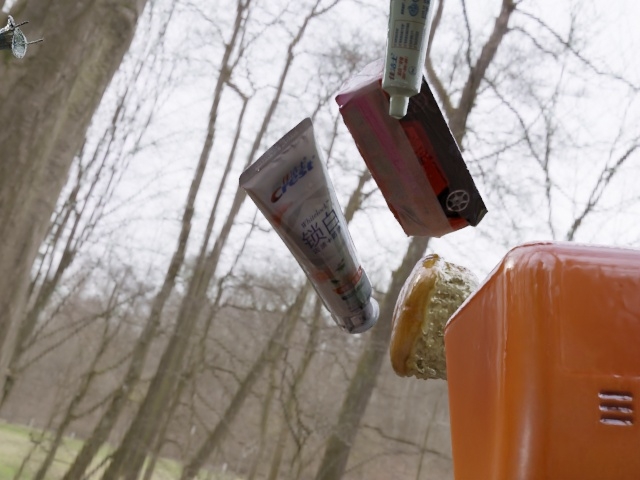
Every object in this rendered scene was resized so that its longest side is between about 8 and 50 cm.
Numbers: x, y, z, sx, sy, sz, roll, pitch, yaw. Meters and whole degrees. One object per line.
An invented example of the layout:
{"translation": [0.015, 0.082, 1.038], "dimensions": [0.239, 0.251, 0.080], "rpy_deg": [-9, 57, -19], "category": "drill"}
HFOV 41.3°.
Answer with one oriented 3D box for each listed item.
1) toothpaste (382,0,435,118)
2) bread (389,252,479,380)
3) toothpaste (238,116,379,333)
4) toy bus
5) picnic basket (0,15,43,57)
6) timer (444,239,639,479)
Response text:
{"translation": [0.111, -0.283, 1.045], "dimensions": [0.069, 0.269, 0.047], "rpy_deg": [8, -1, 9], "category": "toothpaste"}
{"translation": [0.165, 0.108, 1.212], "dimensions": [0.121, 0.174, 0.245], "rpy_deg": [9, 7, 11], "category": "bread"}
{"translation": [0.000, 0.000, 0.963], "dimensions": [0.066, 0.100, 0.323], "rpy_deg": [39, -15, 38], "category": "toothpaste"}
{"translation": [0.145, -0.143, 1.341], "dimensions": [0.147, 0.127, 0.303], "rpy_deg": [-22, -68, 16], "category": "toy bus"}
{"translation": [-0.578, -0.389, 1.614], "dimensions": [0.083, 0.083, 0.065], "rpy_deg": [-11, -23, 2], "category": "picnic basket"}
{"translation": [0.223, 0.140, 0.567], "dimensions": [0.257, 0.250, 0.161], "rpy_deg": [4, -26, -1], "category": "timer"}
